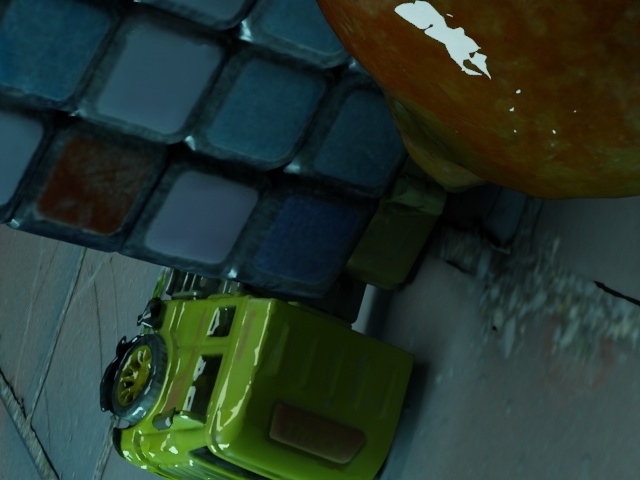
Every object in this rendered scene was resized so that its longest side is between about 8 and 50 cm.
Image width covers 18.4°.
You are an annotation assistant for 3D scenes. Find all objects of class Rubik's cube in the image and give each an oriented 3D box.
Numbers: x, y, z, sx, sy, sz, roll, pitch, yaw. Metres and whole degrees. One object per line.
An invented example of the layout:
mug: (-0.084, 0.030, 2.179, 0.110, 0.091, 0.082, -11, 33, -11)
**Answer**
Rubik's cube: (-0.097, -0.183, 0.876, 0.292, 0.287, 0.293, -59, 39, 21)

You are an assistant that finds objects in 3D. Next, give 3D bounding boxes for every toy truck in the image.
toy truck: (0.000, 0.000, 1.015, 0.157, 0.124, 0.272, -8, 63, 60)

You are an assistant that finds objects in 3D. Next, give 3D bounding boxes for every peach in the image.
peach: (0.093, -0.122, 0.687, 0.232, 0.232, 0.256, -92, 25, -46)
